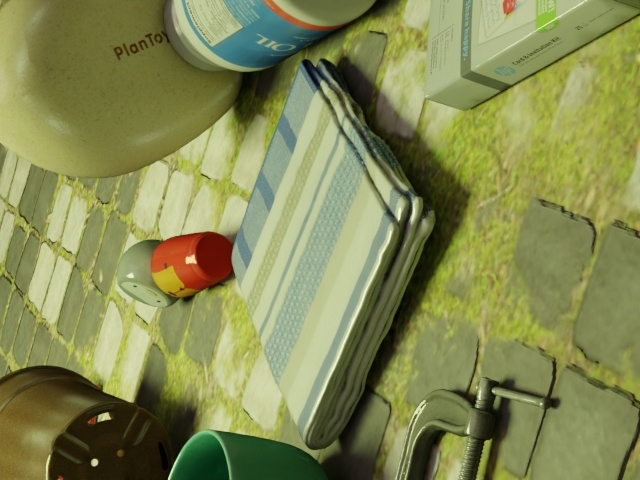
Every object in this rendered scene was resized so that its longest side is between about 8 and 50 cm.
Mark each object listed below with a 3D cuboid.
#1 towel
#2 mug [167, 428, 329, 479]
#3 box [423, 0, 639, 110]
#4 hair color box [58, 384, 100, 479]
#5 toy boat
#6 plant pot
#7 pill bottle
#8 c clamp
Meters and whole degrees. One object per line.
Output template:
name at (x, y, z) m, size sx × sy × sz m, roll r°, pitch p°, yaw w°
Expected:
towel at (0.000, 0.000, 1.121) m, size 0.285 × 0.034 × 0.209 m, roll -118°, pitch 46°, yaw -58°
mug at (-0.044, 0.213, 1.023) m, size 0.129 × 0.097 × 0.157 m, roll -54°, pitch 34°, yaw 38°
box at (0.132, -0.179, 0.932) m, size 0.186 × 0.038 × 0.145 m, roll -25°, pitch 56°, yaw 58°
hair color box at (-0.272, 0.221, 1.557) m, size 0.072 × 0.043 × 0.141 m, roll -22°, pitch 57°, yaw 61°
toy boat at (-0.178, -0.092, 1.340) m, size 0.148 × 0.267 × 0.318 m, roll -16°, pitch 95°, yaw 54°
plant pot at (-0.224, 0.201, 1.346) m, size 0.165 × 0.167 × 0.167 m, roll -1°, pitch 76°, yaw 57°
pill bottle at (-0.047, -0.209, 1.220) m, size 0.221 × 0.124 × 0.124 m, roll -17°, pitch 62°, yaw 62°
c clamp at (0.075, 0.154, 0.896) m, size 0.137 × 0.022 × 0.160 m, roll 21°, pitch 96°, yaw 65°
